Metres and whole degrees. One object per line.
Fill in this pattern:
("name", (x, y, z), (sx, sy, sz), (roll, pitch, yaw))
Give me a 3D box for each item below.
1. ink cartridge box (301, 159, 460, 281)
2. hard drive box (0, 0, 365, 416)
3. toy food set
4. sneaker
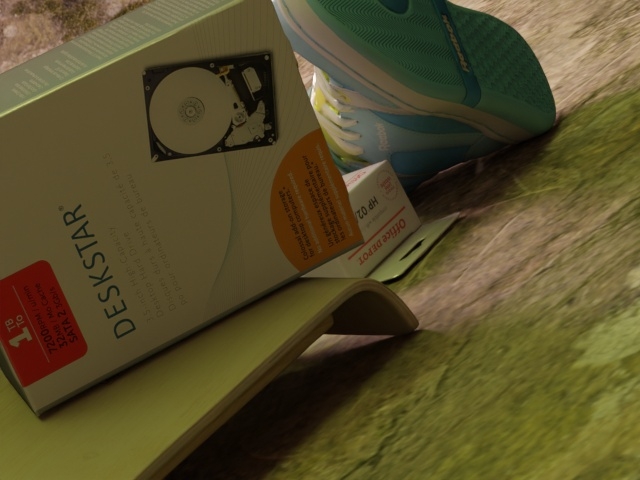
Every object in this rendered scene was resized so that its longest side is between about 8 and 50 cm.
("ink cartridge box", (0.000, 0.000, 1.456), (0.181, 0.061, 0.104), (-18, 17, 40))
("hard drive box", (-0.115, -0.032, 1.207), (0.232, 0.181, 0.089), (-28, 24, -14))
("toy food set", (-0.110, 0.120, 1.215), (0.220, 0.092, 0.306), (0, 31, 43))
("sneaker", (0.018, -0.102, 1.486), (0.208, 0.127, 0.319), (-29, -29, 28))
